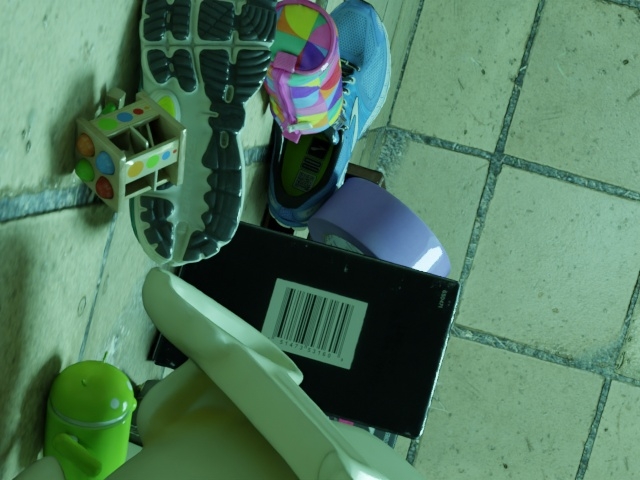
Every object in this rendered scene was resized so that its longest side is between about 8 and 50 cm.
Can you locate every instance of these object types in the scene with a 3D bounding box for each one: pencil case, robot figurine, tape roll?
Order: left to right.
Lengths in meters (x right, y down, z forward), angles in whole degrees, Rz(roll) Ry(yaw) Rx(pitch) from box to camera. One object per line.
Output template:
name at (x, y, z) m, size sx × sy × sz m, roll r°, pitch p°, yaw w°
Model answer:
robot figurine at (-0.184, 0.145, 0.928) m, size 0.101 × 0.067 × 0.115 m, roll -63°, pitch 167°, yaw -61°
pencil case at (-0.022, -0.196, 1.383) m, size 0.236 × 0.104 × 0.104 m, roll 75°, pitch 31°, yaw -75°
tape roll at (0.077, 0.010, 1.568) m, size 0.080 × 0.189 × 0.189 m, roll -47°, pitch 166°, yaw -15°

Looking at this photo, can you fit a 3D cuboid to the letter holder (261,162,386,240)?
letter holder at (0.000, 0.000, 1.818) m, size 0.302 × 0.152 × 0.214 m, roll 59°, pitch 49°, yaw -81°

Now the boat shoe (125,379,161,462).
boat shoe at (-0.142, 0.206, 1.264) m, size 0.305 × 0.109 × 0.091 m, roll 56°, pitch 54°, yaw -77°

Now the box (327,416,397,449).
box at (-0.017, 0.281, 1.791) m, size 0.143 × 0.270 × 0.165 m, roll -49°, pitch 154°, yaw -75°

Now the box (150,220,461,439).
box at (-0.007, 0.104, 1.355) m, size 0.294 × 0.296 × 0.182 m, roll 73°, pitch 33°, yaw -81°

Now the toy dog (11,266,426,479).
toy dog at (-0.118, 0.278, 0.839) m, size 0.408 × 0.284 × 0.395 m, roll -47°, pitch 155°, yaw 0°

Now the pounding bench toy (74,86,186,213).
pounding bench toy at (-0.147, -0.070, 0.827) m, size 0.065 × 0.083 × 0.052 m, roll -28°, pitch 146°, yaw -34°

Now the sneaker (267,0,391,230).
sneaker at (0.014, -0.177, 1.595) m, size 0.147 × 0.130 × 0.330 m, roll 72°, pitch 34°, yaw -83°

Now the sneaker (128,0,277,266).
sneaker at (-0.109, -0.119, 0.927) m, size 0.110 × 0.107 × 0.275 m, roll -166°, pitch -92°, yaw -68°
